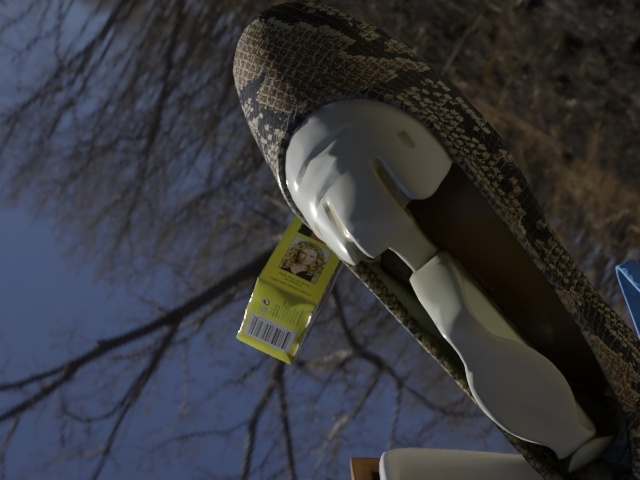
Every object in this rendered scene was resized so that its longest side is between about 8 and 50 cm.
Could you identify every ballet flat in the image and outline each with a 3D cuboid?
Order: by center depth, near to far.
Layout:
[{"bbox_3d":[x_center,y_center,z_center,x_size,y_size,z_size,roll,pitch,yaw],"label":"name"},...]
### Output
[{"bbox_3d":[0.102,0.018,0.881,0.483,0.164,0.182,48,-156,-7],"label":"ballet flat"}]

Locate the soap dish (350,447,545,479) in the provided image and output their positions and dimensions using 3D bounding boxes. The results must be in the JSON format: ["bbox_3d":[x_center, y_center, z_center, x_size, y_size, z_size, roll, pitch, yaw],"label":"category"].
[{"bbox_3d":[0.147,0.303,0.899,0.229,0.118,0.291,6,-142,-14],"label":"soap dish"}]

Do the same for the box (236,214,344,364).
[{"bbox_3d":[0.000,0.000,1.043,0.058,0.087,0.232,24,-136,3],"label":"box"}]

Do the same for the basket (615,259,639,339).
[{"bbox_3d":[0.440,0.180,1.396,0.255,0.201,0.289,-88,-26,-75],"label":"basket"}]
